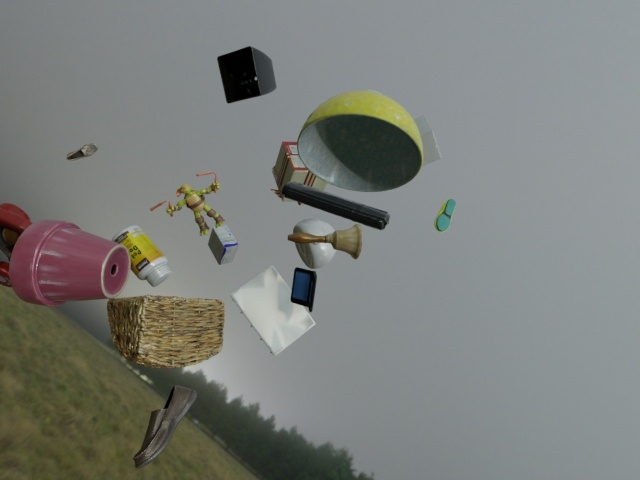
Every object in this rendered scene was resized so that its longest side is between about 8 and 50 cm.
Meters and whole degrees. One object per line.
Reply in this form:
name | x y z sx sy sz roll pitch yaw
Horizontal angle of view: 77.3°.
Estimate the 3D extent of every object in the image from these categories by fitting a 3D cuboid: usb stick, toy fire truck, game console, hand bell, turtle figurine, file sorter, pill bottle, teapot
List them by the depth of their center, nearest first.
usb stick | 0.040 -0.090 1.009 0.278 0.077 0.045 19 -65 8
toy fire truck | -0.921 0.019 1.255 0.254 0.169 0.302 5 -47 13
game console | -0.055 0.156 1.282 0.071 0.122 0.107 7 6 -5
hand bell | 0.009 -0.005 1.363 0.242 0.126 0.126 4 -26 -12
pill bottle | -0.627 0.058 1.414 0.215 0.117 0.117 48 -28 3
turtle figurine | -0.478 -0.128 1.513 0.217 0.270 0.087 62 -11 -28
file sorter | -0.194 0.276 1.556 0.277 0.193 0.173 53 -21 3
teapot | 0.000 0.000 1.852 0.256 0.187 0.252 51 -26 43

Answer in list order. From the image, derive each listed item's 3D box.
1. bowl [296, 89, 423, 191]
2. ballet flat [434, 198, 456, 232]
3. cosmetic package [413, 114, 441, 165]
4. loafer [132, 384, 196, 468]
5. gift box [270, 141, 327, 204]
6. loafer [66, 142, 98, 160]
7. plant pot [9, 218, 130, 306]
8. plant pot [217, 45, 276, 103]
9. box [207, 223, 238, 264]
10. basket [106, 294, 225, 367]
bowl | 0.099 -0.254 0.936 0.290 0.155 0.289 10 -23 4
ballet flat | 0.608 -0.113 1.983 0.077 0.230 0.077 38 -32 -6
cosmetic package | 0.407 -0.419 1.759 0.184 0.151 0.151 -23 -47 13
loafer | -0.700 0.796 1.748 0.130 0.365 0.134 43 -46 -13
gift box | -0.124 -0.356 2.099 0.277 0.254 0.258 -1 -36 -22
loafer | -0.949 -0.348 1.592 0.039 0.125 0.045 -120 -174 -61
plant pot | -0.562 0.061 0.931 0.181 0.201 0.201 8 -32 0
plant pot | -0.291 -0.691 1.686 0.188 0.167 0.187 0 -73 32
box | -0.452 0.018 1.849 0.137 0.072 0.126 55 -43 26
basket | -0.481 0.286 1.247 0.223 0.213 0.299 -10 -16 35
